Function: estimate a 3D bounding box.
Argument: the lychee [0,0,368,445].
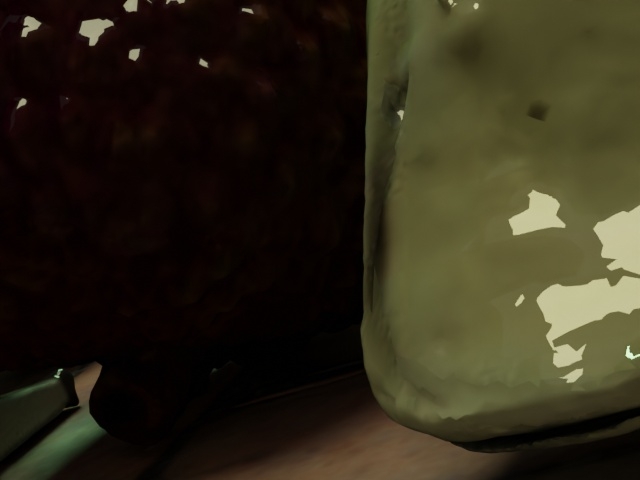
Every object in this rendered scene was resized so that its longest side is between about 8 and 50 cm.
[{"bbox_3d":[-0.074,-0.071,0.609,0.306,0.330,0.306,-2,-12,0],"label":"lychee"}]

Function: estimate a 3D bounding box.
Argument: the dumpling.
[{"bbox_3d":[0.165,-0.090,0.424,0.315,0.233,0.395,-10,29,41],"label":"dumpling"}]

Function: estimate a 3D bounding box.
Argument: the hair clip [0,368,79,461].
[{"bbox_3d":[-0.225,0.100,0.581,0.085,0.101,0.331,-14,12,19],"label":"hair clip"}]
